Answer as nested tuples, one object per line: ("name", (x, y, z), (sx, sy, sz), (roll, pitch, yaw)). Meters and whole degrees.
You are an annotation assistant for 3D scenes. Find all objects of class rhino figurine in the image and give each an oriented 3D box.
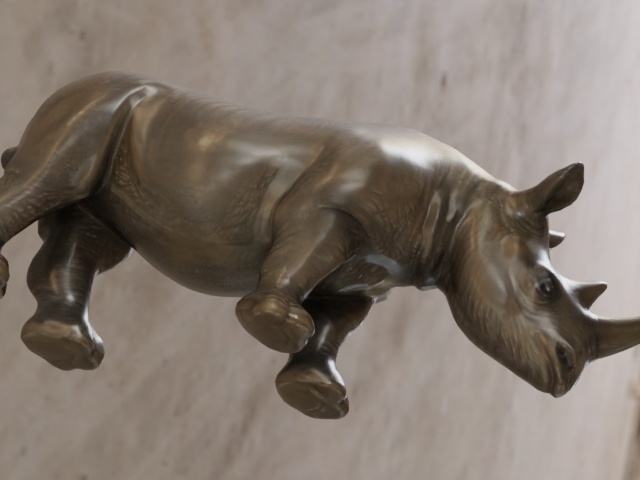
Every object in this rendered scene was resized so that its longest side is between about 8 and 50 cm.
("rhino figurine", (0.000, 0.000, 0.596), (0.073, 0.243, 0.106), (91, 12, -55))
